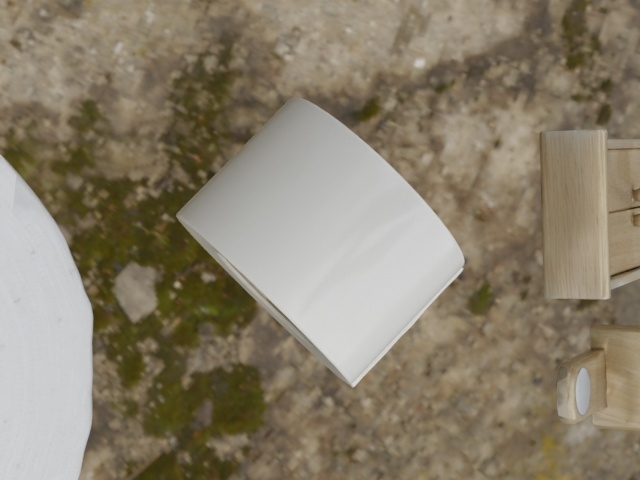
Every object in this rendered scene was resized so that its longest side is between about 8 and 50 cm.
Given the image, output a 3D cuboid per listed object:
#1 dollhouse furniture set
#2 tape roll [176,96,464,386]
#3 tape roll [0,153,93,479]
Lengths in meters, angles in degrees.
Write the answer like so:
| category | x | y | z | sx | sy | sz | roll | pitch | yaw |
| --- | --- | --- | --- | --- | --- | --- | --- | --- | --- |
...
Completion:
| category | x | y | z | sx | sy | sz | roll | pitch | yaw |
| --- | --- | --- | --- | --- | --- | --- | --- | --- | --- |
| dollhouse furniture set | 0.344 | -0.006 | 0.865 | 0.173 | 0.355 | 0.303 | -9 | 98 | -61 |
| tape roll | 0.000 | 0.000 | 1.277 | 0.169 | 0.246 | 0.246 | -47 | 126 | -6 |
| tape roll | -0.194 | 0.046 | 0.454 | 0.219 | 0.072 | 0.219 | -4 | 100 | -23 |
